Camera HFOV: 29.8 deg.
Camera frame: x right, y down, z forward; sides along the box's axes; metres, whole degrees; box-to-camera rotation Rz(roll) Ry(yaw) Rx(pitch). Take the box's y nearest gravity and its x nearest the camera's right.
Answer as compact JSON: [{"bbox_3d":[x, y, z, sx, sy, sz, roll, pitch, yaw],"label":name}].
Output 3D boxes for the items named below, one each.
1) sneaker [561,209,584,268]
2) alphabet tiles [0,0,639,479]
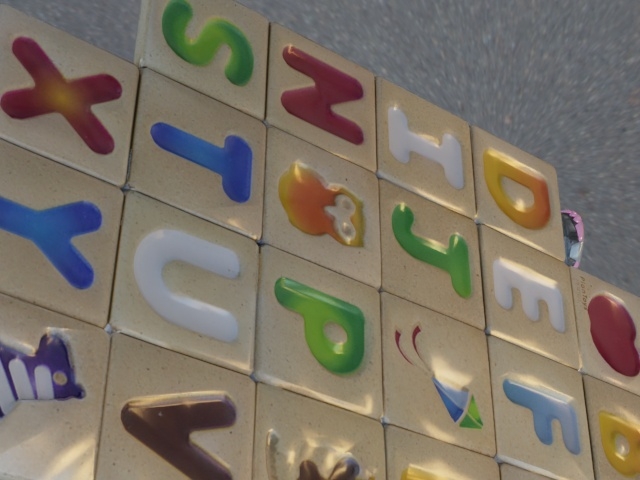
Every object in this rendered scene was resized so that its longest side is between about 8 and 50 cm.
[{"bbox_3d":[0.142,-0.007,0.855,0.057,0.119,0.047,2,105,-21],"label":"sneaker"},{"bbox_3d":[0.023,0.045,0.461,0.343,0.285,0.011,23,140,-29],"label":"alphabet tiles"}]
